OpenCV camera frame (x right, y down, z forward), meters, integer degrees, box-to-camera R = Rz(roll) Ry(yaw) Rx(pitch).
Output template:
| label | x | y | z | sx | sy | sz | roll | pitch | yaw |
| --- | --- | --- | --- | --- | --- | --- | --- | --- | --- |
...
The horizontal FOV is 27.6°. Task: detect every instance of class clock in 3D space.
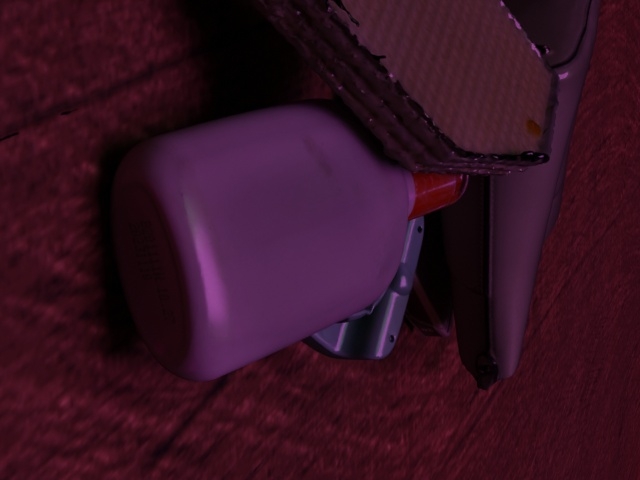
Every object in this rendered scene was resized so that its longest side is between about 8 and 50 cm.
| label | x | y | z | sx | sy | sz | roll | pitch | yaw |
| --- | --- | --- | --- | --- | --- | --- | --- | --- | --- |
| clock | 0.000 | 0.000 | 0.696 | 0.135 | 0.041 | 0.101 | 35 | 63 | -44 |

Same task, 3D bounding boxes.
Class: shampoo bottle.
| label | x | y | z | sx | sy | sz | roll | pitch | yaw |
| --- | --- | --- | --- | --- | --- | --- | --- | --- | --- |
| shampoo bottle | -0.003 | -0.013 | 0.619 | 0.221 | 0.051 | 0.108 | -21 | 99 | -49 |

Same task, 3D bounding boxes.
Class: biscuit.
| label | x | y | z | sx | sy | sz | roll | pitch | yaw |
| --- | --- | --- | --- | --- | --- | --- | --- | --- | --- |
| biscuit | 0.032 | -0.121 | 0.638 | 0.250 | 0.046 | 0.147 | 45 | 40 | -26 |

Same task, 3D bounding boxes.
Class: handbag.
| label | x | y | z | sx | sy | sz | roll | pitch | yaw |
| --- | --- | --- | --- | --- | --- | --- | --- | --- | --- |
| handbag | 0.149 | -0.029 | 0.950 | 0.241 | 0.109 | 0.315 | -61 | 148 | -52 |

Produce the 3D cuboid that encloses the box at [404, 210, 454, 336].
| label | x | y | z | sx | sy | sz | roll | pitch | yaw |
| --- | --- | --- | --- | --- | --- | --- | --- | --- | --- |
| box | 0.066 | -0.019 | 0.918 | 0.198 | 0.029 | 0.109 | 56 | 42 | -57 |
